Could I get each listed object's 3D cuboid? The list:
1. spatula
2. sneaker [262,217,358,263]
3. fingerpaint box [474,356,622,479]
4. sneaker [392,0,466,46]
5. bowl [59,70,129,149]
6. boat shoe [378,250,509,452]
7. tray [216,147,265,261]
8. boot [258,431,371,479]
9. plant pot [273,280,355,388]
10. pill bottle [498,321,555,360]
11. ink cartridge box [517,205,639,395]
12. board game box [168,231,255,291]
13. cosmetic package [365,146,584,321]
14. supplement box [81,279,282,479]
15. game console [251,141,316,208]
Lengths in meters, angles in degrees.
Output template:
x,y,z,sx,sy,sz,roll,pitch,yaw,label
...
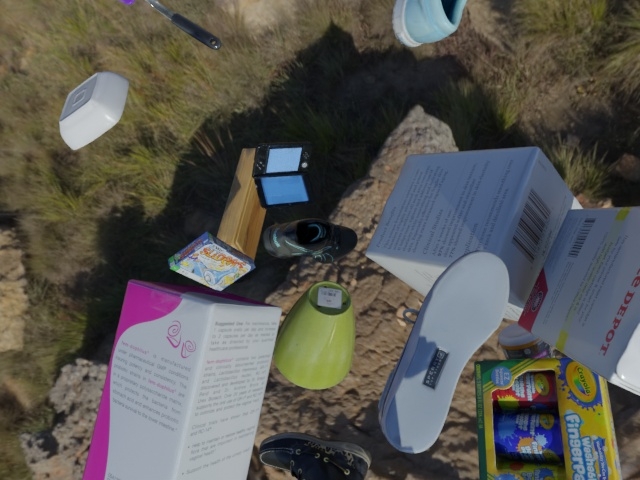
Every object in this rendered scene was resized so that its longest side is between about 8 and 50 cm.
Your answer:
x,y,z,sx,sy,sz,roll,pitch,yaw,label
-0.354,-0.524,1.084,0.296,0.030,0.084,32,87,-9,spatula
0.000,0.000,1.118,0.106,0.267,0.101,-21,76,48,sneaker
0.677,0.592,1.445,0.371,0.163,0.445,-12,59,35,fingerpaint box
0.255,-0.547,0.884,0.150,0.135,0.366,23,105,50,sneaker
-0.437,-0.255,0.907,0.142,0.053,0.142,-23,51,23,bowl
0.208,0.188,0.861,0.135,0.156,0.367,27,80,-3,boat shoe
-0.270,-0.118,1.774,0.076,0.203,0.411,3,60,14,tray
-0.047,0.757,1.468,0.377,0.138,0.284,2,33,14,boot
-0.001,0.272,1.511,0.274,0.294,0.275,7,43,-7,plant pot
0.761,0.442,1.712,0.162,0.162,0.278,-24,96,8,pill bottle
0.536,0.096,0.838,0.160,0.384,0.279,24,94,2,ink cartridge box
-0.289,0.062,1.294,0.136,0.201,0.035,-34,55,13,board game box
0.403,-0.015,1.254,0.393,0.327,0.329,10,71,52,cosmetic package
-0.130,0.157,0.455,0.111,0.114,0.220,11,88,31,supplement box
-0.064,-0.128,0.931,0.122,0.107,0.071,-9,42,-29,game console
